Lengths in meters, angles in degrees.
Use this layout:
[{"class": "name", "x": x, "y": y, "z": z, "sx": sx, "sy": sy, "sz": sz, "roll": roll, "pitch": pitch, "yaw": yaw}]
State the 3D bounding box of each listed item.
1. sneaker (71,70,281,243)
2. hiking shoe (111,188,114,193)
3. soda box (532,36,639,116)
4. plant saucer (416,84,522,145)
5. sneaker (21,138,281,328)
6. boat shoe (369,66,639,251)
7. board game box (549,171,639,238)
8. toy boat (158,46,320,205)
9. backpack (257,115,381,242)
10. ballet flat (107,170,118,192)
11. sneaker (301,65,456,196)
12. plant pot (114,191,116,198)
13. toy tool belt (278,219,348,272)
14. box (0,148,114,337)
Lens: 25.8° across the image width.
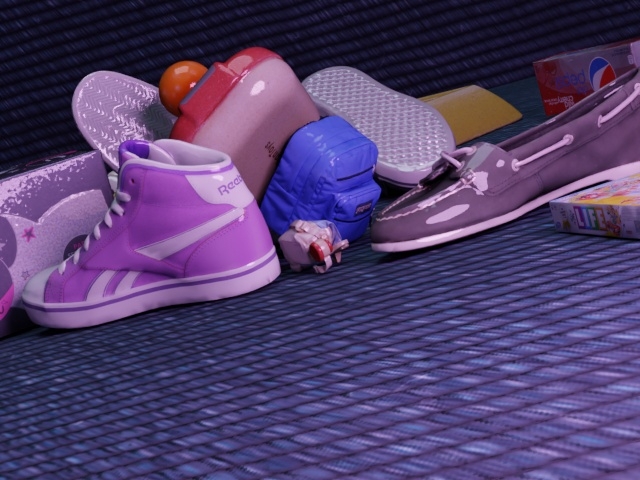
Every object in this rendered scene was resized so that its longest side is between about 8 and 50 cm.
[{"class": "sneaker", "x": -0.161, "y": -0.081, "z": 1.587, "sx": 0.108, "sy": 0.292, "sz": 0.169, "roll": -59, "pitch": 13, "yaw": -10}, {"class": "hiking shoe", "x": -0.319, "y": 0.011, "z": 1.645, "sx": 0.086, "sy": 0.114, "sz": 0.227, "roll": -11, "pitch": 8, "yaw": 38}, {"class": "soda box", "x": 0.431, "y": -0.248, "z": 2.102, "sx": 0.083, "sy": 0.092, "sz": 0.263, "roll": -19, "pitch": 8, "yaw": -22}, {"class": "plant saucer", "x": 0.116, "y": -0.179, "z": 2.317, "sx": 0.333, "sy": 0.081, "sz": 0.333, "roll": -10, "pitch": 8, "yaw": 38}, {"class": "sneaker", "x": -0.183, "y": -0.015, "z": 1.323, "sx": 0.282, "sy": 0.161, "sz": 0.102, "roll": -14, "pitch": 19, "yaw": 25}, {"class": "boat shoe", "x": 0.181, "y": -0.075, "z": 1.285, "sx": 0.335, "sy": 0.095, "sz": 0.112, "roll": -19, "pitch": 8, "yaw": -24}, {"class": "board game box", "x": 0.253, "y": -0.030, "z": 1.057, "sx": 0.103, "sy": 0.026, "sz": 0.154, "roll": -17, "pitch": 7, "yaw": -14}, {"class": "toy boat", "x": -0.100, "y": -0.126, "z": 1.414, "sx": 0.151, "sy": 0.151, "sz": 0.231, "roll": -50, "pitch": -18, "yaw": -3}, {"class": "backpack", "x": 0.010, "y": -0.059, "z": 1.397, "sx": 0.101, "sy": 0.120, "sz": 0.098, "roll": 36, "pitch": 38, "yaw": 22}, {"class": "ballet flat", "x": -0.337, "y": -0.048, "z": 2.157, "sx": 0.348, "sy": 0.123, "sz": 0.123, "roll": -13, "pitch": 7, "yaw": 17}, {"class": "sneaker", "x": 0.083, "y": -0.117, "z": 1.800, "sx": 0.126, "sy": 0.127, "sz": 0.321, "roll": -24, "pitch": 33, "yaw": -14}, {"class": "plant pot", "x": -0.324, "y": -0.017, "z": 2.032, "sx": 0.083, "sy": 0.081, "sz": 0.081, "roll": -27, "pitch": 11, "yaw": -25}, {"class": "toy tool belt", "x": 0.000, "y": 0.000, "z": 1.285, "sx": 0.051, "sy": 0.052, "sz": 0.083, "roll": -28, "pitch": 12, "yaw": -24}, {"class": "box", "x": -0.341, "y": 0.014, "z": 1.476, "sx": 0.247, "sy": 0.163, "sz": 0.142, "roll": -19, "pitch": 11, "yaw": -22}]
